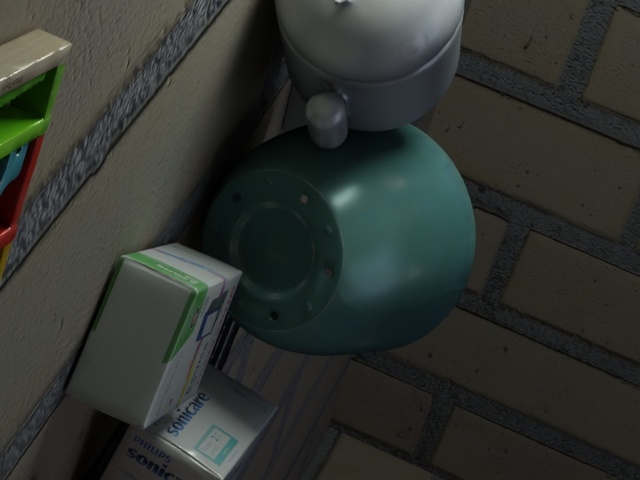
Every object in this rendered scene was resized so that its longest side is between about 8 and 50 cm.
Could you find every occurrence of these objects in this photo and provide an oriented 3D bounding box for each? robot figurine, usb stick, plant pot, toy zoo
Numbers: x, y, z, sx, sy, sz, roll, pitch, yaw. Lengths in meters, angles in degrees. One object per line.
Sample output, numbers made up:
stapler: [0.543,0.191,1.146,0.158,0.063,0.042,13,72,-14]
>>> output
robot figurine: [0.054,-0.241,1.874,0.353,0.200,0.300,82,26,-75]
usb stick: [-0.102,0.046,2.277,0.077,0.045,0.278,-65,177,-77]
plant pot: [0.000,0.000,1.999,0.235,0.293,0.293,-10,125,-62]
toy zoo: [-0.255,0.013,1.162,0.192,0.030,0.293,-50,162,-66]

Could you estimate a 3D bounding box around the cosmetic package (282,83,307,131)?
cosmetic package: [0.016,-0.238,2.165,0.239,0.060,0.099,106,10,-48]

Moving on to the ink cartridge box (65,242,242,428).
ink cartridge box: [-0.167,0.093,1.788,0.212,0.093,0.154,-26,139,-81]

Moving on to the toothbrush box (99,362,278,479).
toothbrush box: [-0.193,0.310,2.008,0.295,0.126,0.216,-61,175,21]
